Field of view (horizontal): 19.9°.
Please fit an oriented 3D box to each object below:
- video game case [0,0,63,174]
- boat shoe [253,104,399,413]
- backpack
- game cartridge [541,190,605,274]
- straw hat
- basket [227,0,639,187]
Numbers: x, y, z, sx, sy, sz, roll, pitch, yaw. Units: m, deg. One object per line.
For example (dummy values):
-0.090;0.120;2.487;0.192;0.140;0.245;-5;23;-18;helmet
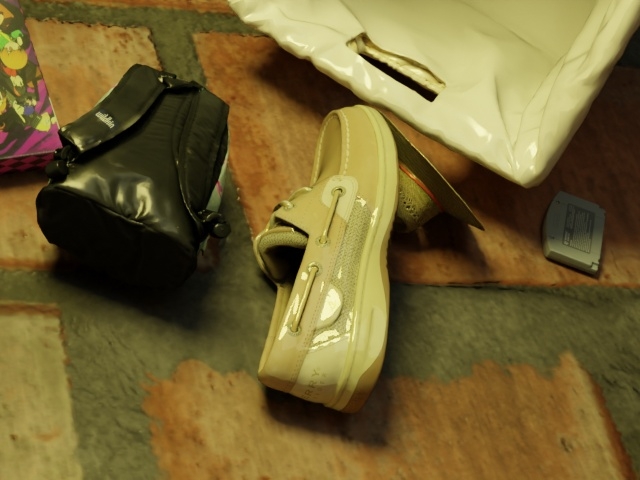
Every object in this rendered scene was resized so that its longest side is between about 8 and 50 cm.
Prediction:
-0.343;-0.143;1.470;0.232;0.042;0.210;-10;72;-31;video game case
0.000;0.000;1.480;0.098;0.109;0.302;14;50;-12;boat shoe
-0.144;-0.055;1.461;0.152;0.115;0.182;29;42;-12;backpack
0.227;-0.008;1.648;0.056;0.017;0.083;23;43;-6;game cartridge
0.073;-0.041;1.575;0.061;0.144;0.144;-42;67;1;straw hat
0.154;-0.288;1.625;0.328;0.331;0.266;31;27;7;basket
